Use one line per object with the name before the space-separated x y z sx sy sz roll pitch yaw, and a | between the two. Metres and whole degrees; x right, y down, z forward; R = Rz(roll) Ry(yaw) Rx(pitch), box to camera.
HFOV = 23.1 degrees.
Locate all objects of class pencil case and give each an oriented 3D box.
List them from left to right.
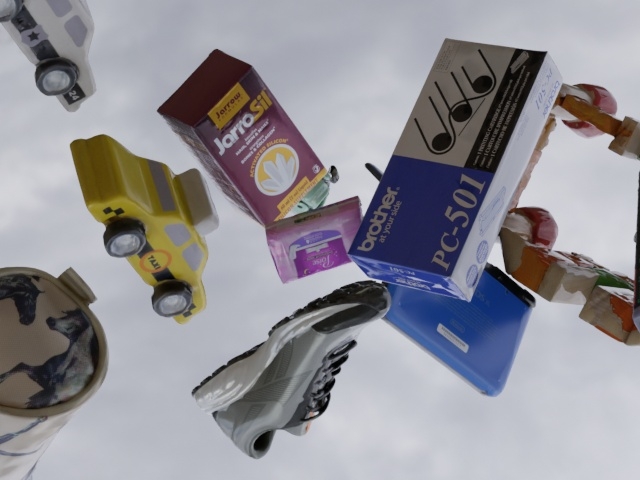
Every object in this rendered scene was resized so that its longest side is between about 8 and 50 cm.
pencil case | -0.336 0.180 1.598 0.183 0.160 0.410 -58 -177 -38

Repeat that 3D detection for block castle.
block castle | 0.474 -0.023 2.293 0.453 0.213 0.303 33 -75 35

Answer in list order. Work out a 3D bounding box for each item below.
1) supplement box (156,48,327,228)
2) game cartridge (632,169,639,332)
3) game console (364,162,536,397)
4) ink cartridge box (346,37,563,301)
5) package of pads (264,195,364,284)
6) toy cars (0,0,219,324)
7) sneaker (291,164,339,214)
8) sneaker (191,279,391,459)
supplement box | -0.089 -0.115 1.808 0.104 0.188 0.081 -47 -139 -12
game cartridge | 0.377 0.072 1.539 0.068 0.230 0.355 -24 -152 27
game console | 0.163 0.058 2.300 0.173 0.293 0.250 1 -119 48
ink cartridge box | 0.109 -0.060 1.243 0.097 0.046 0.207 13 -111 34
package of pads | 0.000 0.000 1.271 0.083 0.050 0.032 -18 -157 3
toy cars | -0.178 -0.110 1.304 0.087 0.393 0.176 -27 -172 4
sneaker | -0.055 -0.113 1.953 0.151 0.256 0.094 31 -100 21
sneaker | -0.014 0.129 1.586 0.271 0.108 0.100 -41 169 38
